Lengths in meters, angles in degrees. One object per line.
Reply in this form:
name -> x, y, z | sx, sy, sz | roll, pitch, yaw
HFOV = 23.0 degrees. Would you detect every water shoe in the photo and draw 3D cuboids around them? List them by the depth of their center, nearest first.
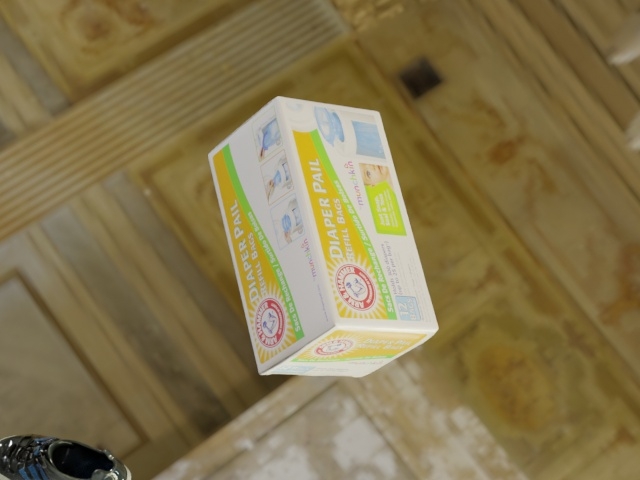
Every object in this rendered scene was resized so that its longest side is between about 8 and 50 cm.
water shoe -> -0.331, 0.268, 1.954 | 0.203, 0.073, 0.080 | 7, -36, 19

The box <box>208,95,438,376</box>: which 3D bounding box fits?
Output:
box -> 0.000, 0.000, 1.272 | 0.103, 0.114, 0.203 | -35, -119, 43
